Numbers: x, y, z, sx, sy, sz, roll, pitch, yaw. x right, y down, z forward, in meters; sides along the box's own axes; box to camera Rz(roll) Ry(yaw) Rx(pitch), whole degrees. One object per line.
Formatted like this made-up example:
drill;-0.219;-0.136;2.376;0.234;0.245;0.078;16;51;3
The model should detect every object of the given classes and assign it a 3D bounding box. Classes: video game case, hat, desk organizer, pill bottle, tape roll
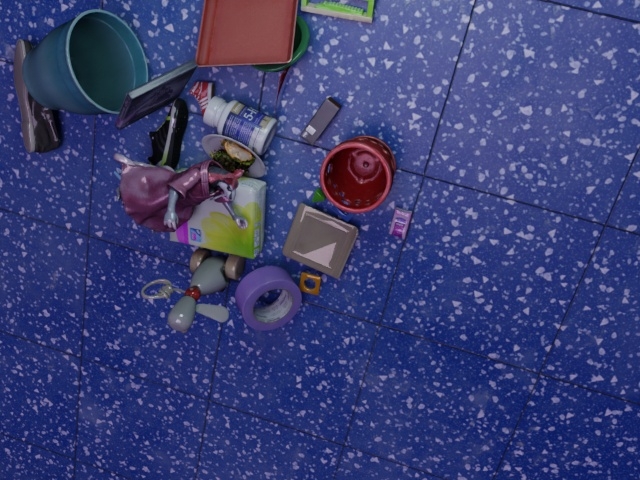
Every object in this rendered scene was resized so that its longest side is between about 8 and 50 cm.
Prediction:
video game case;-0.440;-0.381;1.646;0.026;0.196;0.274;58;156;-9
hat;-0.106;-0.484;1.691;0.208;0.183;0.173;-38;69;0
desk organizer;0.002;-0.329;1.711;0.047;0.050;0.130;38;115;-3
pill bottle;-0.225;-0.325;1.735;0.187;0.112;0.112;26;115;2
tape roll;-0.158;0.176;1.887;0.189;0.080;0.189;-15;127;-20

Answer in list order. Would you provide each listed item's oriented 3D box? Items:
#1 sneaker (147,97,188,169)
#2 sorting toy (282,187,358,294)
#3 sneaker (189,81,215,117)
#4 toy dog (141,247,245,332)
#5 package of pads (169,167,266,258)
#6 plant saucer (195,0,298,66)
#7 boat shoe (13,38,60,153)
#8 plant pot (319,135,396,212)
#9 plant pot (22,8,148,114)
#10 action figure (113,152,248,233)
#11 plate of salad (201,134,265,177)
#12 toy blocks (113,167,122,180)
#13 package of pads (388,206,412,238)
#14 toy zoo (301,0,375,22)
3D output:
sneaker;-0.457;-0.309;1.815;0.097;0.084;0.234;22;115;6
sorting toy;0.000;0.000;1.851;0.196;0.047;0.347;25;115;7
sneaker;-0.340;-0.395;1.774;0.067;0.042;0.118;11;106;5
toy dog;-0.357;0.165;1.886;0.220;0.334;0.161;25;136;30
package of pads;-0.307;-0.089;1.847;0.297;0.101;0.229;12;114;16
plant saucer;-0.181;-0.556;1.605;0.259;0.048;0.259;1;74;13
boat shoe;-0.851;-0.430;1.871;0.112;0.096;0.335;23;117;44
plant pot;0.107;-0.189;1.674;0.191;0.174;0.191;5;113;11
plant pot;-0.667;-0.470;1.716;0.255;0.272;0.271;-2;112;30
action figure;-0.357;-0.147;1.710;0.370;0.248;0.275;-18;76;28
plate of salad;-0.250;-0.228;1.759;0.200;0.048;0.200;20;158;8
toy blocks;-0.554;-0.183;1.907;0.148;0.054;0.123;45;115;-6
package of pads;0.229;-0.052;1.779;0.050;0.032;0.083;17;115;10
toy zoo;0.051;-0.688;1.509;0.192;0.030;0.293;13;135;8
